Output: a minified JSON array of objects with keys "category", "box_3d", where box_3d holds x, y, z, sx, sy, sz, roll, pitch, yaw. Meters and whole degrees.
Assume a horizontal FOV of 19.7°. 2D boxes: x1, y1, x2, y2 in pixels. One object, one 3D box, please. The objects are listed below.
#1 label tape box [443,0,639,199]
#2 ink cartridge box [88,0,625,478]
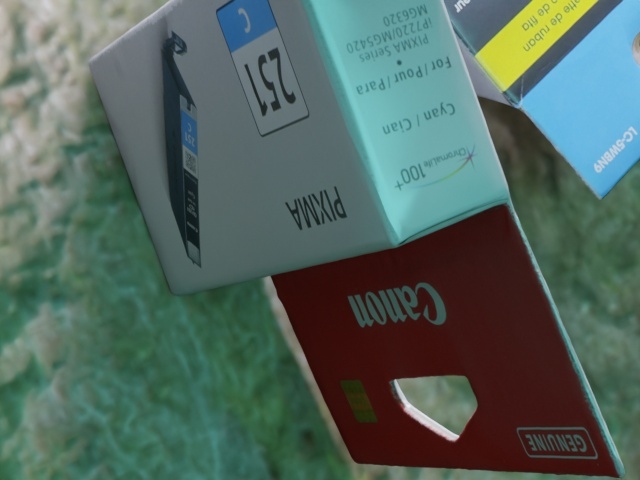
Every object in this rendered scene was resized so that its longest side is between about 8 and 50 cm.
[{"category":"label tape box","box_3d":[0.103,-0.216,1.036,0.240,0.106,0.333,-44,102,-20]},{"category":"ink cartridge box","box_3d":[0.000,0.000,0.866,0.066,0.296,0.261,-22,93,-22]}]
